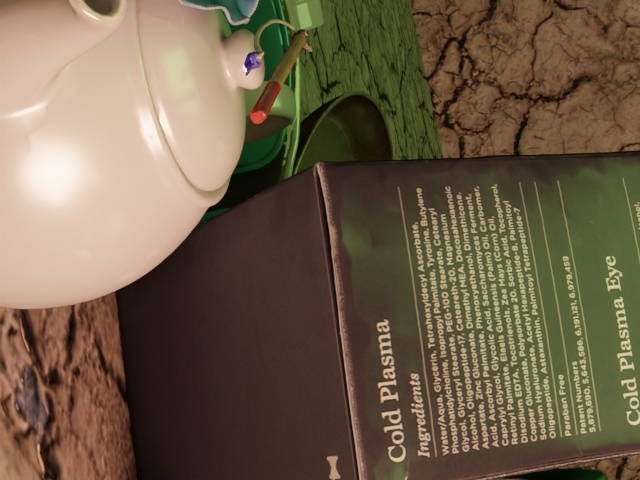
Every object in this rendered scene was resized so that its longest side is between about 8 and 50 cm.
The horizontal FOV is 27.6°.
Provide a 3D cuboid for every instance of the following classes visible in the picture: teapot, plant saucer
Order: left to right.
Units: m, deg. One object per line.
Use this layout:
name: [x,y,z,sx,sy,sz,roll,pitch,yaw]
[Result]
teapot: [-0.121,-0.084,0.737,0.256,0.187,0.252,-85,161,-51]
plant saucer: [0.000,0.000,1.323,0.310,0.050,0.310,11,90,-67]

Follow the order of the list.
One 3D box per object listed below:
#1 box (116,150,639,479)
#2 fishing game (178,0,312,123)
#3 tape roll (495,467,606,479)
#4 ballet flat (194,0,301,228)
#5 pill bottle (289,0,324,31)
box: [0.071,0.065,0.854,0.343,0.313,0.178,-23,-106,60]
fishing game: [-0.072,-0.196,0.657,0.264,0.041,0.189,60,20,-18]
tape roll: [0.041,0.217,0.899,0.321,0.321,0.077,20,62,-75]
ballet flat: [-0.081,-0.042,1.070,0.139,0.139,0.400,-3,87,-77]
pill bottle: [-0.066,-0.306,1.292,0.119,0.119,0.208,-57,135,-72]
